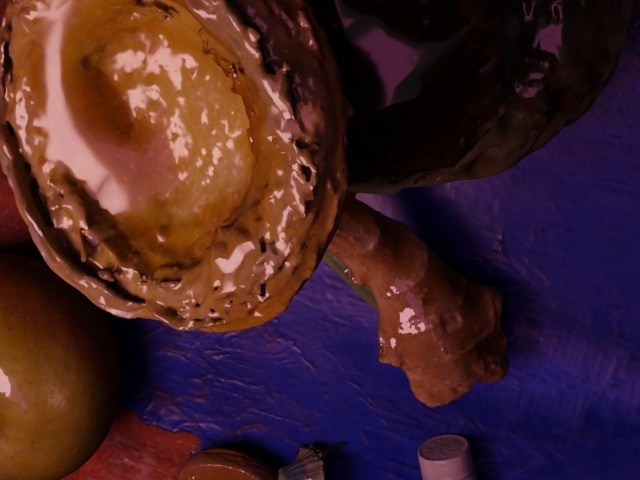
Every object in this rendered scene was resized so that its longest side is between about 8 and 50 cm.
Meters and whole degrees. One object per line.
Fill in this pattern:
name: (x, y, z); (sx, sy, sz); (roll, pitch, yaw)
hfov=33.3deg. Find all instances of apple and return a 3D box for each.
apple: (-0.340, 0.140, 1.153); (0.261, 0.194, 0.260); (4, 112, 10)

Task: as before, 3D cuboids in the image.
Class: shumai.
shumai: (0.031, -0.173, 0.833); (0.398, 0.323, 0.324); (9, 115, 18)

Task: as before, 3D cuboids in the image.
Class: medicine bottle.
medicine bottle: (0.136, 0.253, 1.113); (0.057, 0.057, 0.089); (-7, 108, 21)

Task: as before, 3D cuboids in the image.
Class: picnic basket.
picnic basket: (-0.005, 0.255, 1.162); (0.083, 0.083, 0.065); (-6, 106, -19)

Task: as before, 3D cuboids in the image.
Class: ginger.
ginger: (0.062, 0.044, 1.000); (0.294, 0.086, 0.131); (38, 93, -20)

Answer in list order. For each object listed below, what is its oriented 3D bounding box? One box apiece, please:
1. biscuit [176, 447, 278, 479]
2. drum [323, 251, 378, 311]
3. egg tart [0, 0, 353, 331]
biscuit: (-0.093, 0.307, 1.218); (0.170, 0.050, 0.170); (7, 122, 12)
drum: (0.006, -0.008, 1.032); (0.253, 0.049, 0.130); (34, 151, 0)
egg tart: (-0.091, -0.072, 0.678); (0.288, 0.118, 0.288); (12, 115, 28)
